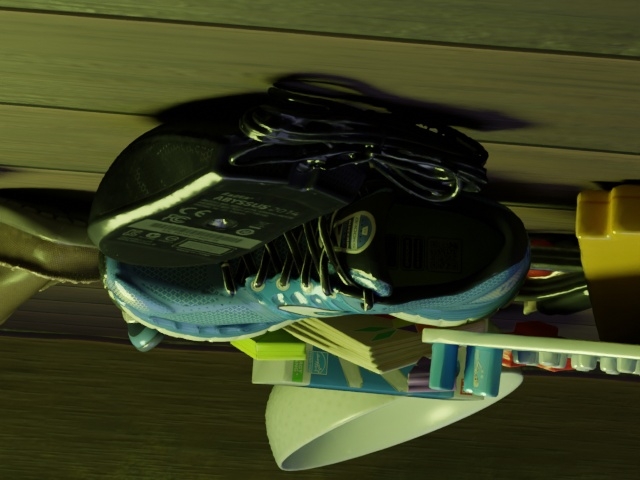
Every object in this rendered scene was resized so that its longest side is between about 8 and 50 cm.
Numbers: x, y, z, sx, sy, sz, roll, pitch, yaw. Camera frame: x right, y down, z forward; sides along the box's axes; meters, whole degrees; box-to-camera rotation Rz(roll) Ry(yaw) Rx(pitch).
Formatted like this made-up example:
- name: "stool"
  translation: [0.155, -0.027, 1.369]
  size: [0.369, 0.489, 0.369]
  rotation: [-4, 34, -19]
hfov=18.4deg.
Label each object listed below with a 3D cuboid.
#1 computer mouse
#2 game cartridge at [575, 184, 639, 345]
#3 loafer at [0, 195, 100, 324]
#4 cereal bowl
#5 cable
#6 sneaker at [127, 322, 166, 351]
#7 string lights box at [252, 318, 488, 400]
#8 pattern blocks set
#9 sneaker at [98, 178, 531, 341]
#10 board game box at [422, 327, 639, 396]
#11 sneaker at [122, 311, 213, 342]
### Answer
- name: "computer mouse"
  translation: [-0.043, -0.048, 1.257]
  size: [0.188, 0.072, 0.272]
  rotation: [13, 157, -41]
- name: "game cartridge"
  translation: [0.348, 0.027, 1.519]
  size: [0.285, 0.053, 0.324]
  rotation: [2, 162, 12]
- name: "loafer"
  translation: [-0.300, 0.033, 1.818]
  size: [0.134, 0.130, 0.366]
  rotation: [8, 172, -34]
- name: "cereal bowl"
  translation: [0.081, 0.169, 2.513]
  size: [0.339, 0.141, 0.339]
  rotation: [-18, 166, -5]
- name: "cable"
  translation: [0.251, 0.008, 1.702]
  size: [0.139, 0.072, 0.287]
  rotation: [22, 152, -34]
- name: "sneaker"
  translation: [-0.158, 0.033, 1.747]
  size: [0.053, 0.144, 0.059]
  rotation: [-31, 133, 31]
- name: "string lights box"
  translation: [0.058, 0.103, 2.190]
  size: [0.259, 0.133, 0.077]
  rotation: [7, 172, -29]
- name: "pattern blocks set"
  translation: [0.050, 0.072, 1.809]
  size: [0.285, 0.026, 0.325]
  rotation: [-7, -159, -26]
- name: "sneaker"
  translation: [0.000, 0.000, 1.471]
  size: [0.330, 0.130, 0.147]
  rotation: [-3, 167, -6]
- name: "board game box"
  translation: [0.343, 0.119, 1.555]
  size: [0.390, 0.050, 0.390]
  rotation: [9, 175, -44]
- name: "sneaker"
  translation: [-0.089, 0.032, 1.730]
  size: [0.105, 0.115, 0.281]
  rotation: [-1, 174, 40]
